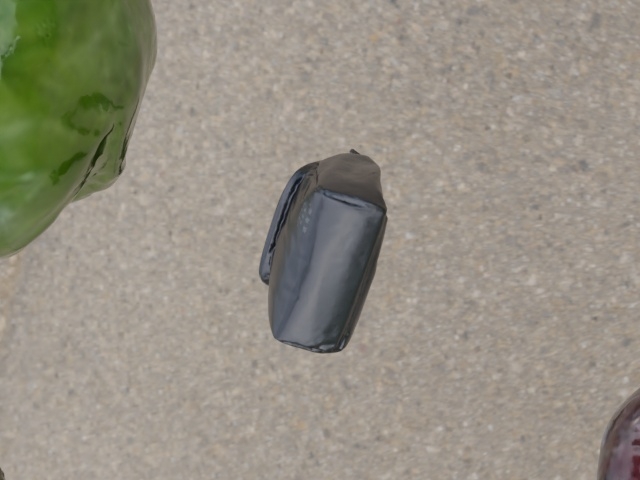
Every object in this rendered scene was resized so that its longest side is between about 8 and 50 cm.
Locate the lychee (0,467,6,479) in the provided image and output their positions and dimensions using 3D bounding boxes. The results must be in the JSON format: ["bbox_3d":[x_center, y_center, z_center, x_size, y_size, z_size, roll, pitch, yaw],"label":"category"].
[{"bbox_3d":[-0.273,0.257,0.628,0.255,0.255,0.274,38,120,29],"label":"lychee"}]

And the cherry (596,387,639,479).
[{"bbox_3d":[0.350,0.229,0.815,0.218,0.296,0.255,-40,42,46],"label":"cherry"}]

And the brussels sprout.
[{"bbox_3d":[-0.197,-0.086,0.517,0.244,0.244,0.244,2,93,36],"label":"brussels sprout"}]

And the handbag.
[{"bbox_3d":[-0.003,0.000,1.682,0.275,0.177,0.302,-102,26,-63],"label":"handbag"}]
